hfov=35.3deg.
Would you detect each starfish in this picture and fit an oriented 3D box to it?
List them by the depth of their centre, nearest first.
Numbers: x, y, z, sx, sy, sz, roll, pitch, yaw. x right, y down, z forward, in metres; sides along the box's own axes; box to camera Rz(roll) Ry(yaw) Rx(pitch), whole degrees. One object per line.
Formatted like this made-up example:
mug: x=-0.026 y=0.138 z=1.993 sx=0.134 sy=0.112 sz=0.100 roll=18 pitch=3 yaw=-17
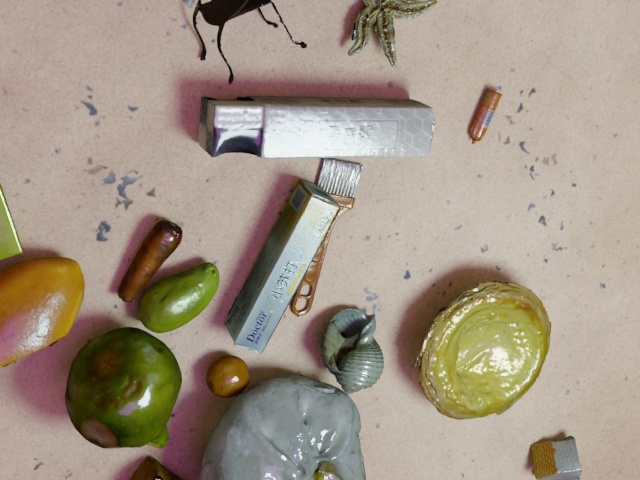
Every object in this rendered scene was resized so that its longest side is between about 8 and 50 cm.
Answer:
starfish: x=0.126 y=-0.407 z=1.741 sx=0.175 sy=0.053 sz=0.208 roll=-2 pitch=113 yaw=-22

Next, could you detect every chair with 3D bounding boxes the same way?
chair: x=-0.125 y=-0.385 z=1.588 sx=0.149 sy=0.174 sz=0.213 roll=-24 pitch=127 yaw=-17

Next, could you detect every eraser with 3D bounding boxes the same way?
eraser: x=-0.004 y=-0.198 z=1.745 sx=0.403 sy=0.098 sz=0.096 roll=-2 pitch=109 yaw=-22

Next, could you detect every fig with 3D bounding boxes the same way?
fig: x=-0.327 y=0.284 z=1.770 sx=0.206 sy=0.206 sz=0.275 roll=-34 pitch=144 yaw=-7

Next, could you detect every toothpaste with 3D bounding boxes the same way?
toothpaste: x=-0.073 y=0.048 z=1.808 sx=0.071 sy=0.089 sz=0.313 roll=22 pitch=103 yaw=-28

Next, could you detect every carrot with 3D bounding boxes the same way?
carrot: x=-0.298 y=0.035 z=1.744 sx=0.055 sy=0.055 sz=0.161 roll=31 pitch=103 yaw=-29

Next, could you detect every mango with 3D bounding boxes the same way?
mango: x=-0.494 y=0.123 z=1.654 sx=0.252 sy=0.126 sz=0.154 roll=-42 pitch=100 yaw=-12
mango: x=-0.247 y=0.100 z=1.773 sx=0.165 sy=0.074 sz=0.091 roll=-37 pitch=117 yaw=-6

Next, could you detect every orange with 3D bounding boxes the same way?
orange: x=-0.171 y=0.253 z=1.860 sx=0.085 sy=0.085 sz=0.085 roll=-8 pitch=112 yaw=-19

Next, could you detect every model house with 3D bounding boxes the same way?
model house: x=0.522 y=0.495 z=2.241 sx=0.100 sy=0.088 sz=0.101 roll=-8 pitch=148 yaw=5

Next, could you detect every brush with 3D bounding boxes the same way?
brush: x=0.000 y=0.000 z=1.870 sx=0.090 sy=0.017 sz=0.314 roll=10 pitch=107 yaw=-25

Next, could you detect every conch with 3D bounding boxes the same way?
conch: x=0.055 y=0.216 z=1.922 sx=0.135 sy=0.153 sz=0.102 roll=18 pitch=142 yaw=-27

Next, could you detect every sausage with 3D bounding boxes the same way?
sausage: x=0.308 y=-0.232 z=1.896 sx=0.031 sy=0.031 sz=0.107 roll=17 pitch=103 yaw=-27

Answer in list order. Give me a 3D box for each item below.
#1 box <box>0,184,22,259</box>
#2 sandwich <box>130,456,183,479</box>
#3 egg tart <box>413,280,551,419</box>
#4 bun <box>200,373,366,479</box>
box: x=-0.661 y=-0.015 z=1.577 sx=0.335 sy=0.047 sz=0.187 roll=-19 pitch=116 yaw=-15
sandwich: x=-0.295 y=0.582 z=1.928 sx=0.273 sy=0.095 sz=0.249 roll=39 pitch=92 yaw=-28
egg tart: x=0.319 y=0.211 z=2.022 sx=0.314 sy=0.120 sz=0.315 roll=-9 pitch=114 yaw=-21
bun: x=-0.058 y=0.425 z=1.875 sx=0.354 sy=0.194 sz=0.355 roll=-14 pitch=113 yaw=-36
